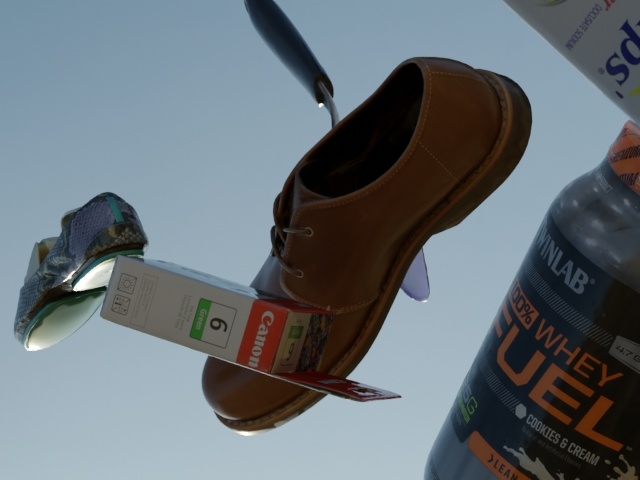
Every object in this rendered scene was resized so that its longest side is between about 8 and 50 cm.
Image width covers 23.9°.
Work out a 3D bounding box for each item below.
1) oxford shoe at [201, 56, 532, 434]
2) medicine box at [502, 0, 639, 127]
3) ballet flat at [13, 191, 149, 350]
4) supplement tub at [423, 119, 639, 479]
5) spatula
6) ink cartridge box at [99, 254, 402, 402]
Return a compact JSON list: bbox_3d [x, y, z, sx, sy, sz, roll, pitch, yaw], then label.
[{"bbox_3d":[0.000,0.000,0.682,0.076,0.076,0.212,17,-63,-45],"label":"oxford shoe"},{"bbox_3d":[0.224,-0.238,1.006,0.263,0.289,0.149,-33,-17,-47],"label":"medicine box"},{"bbox_3d":[-0.108,0.011,0.663,0.041,0.041,0.114,-9,-20,-35],"label":"ballet flat"},{"bbox_3d":[0.215,0.086,1.069,0.194,0.193,0.316,3,-61,-42],"label":"supplement tub"},{"bbox_3d":[0.001,-0.073,0.911,0.030,0.296,0.084,-20,-46,-4],"label":"spatula"},{"bbox_3d":[-0.024,0.036,0.613,0.063,0.115,0.029,14,-88,-73],"label":"ink cartridge box"}]
